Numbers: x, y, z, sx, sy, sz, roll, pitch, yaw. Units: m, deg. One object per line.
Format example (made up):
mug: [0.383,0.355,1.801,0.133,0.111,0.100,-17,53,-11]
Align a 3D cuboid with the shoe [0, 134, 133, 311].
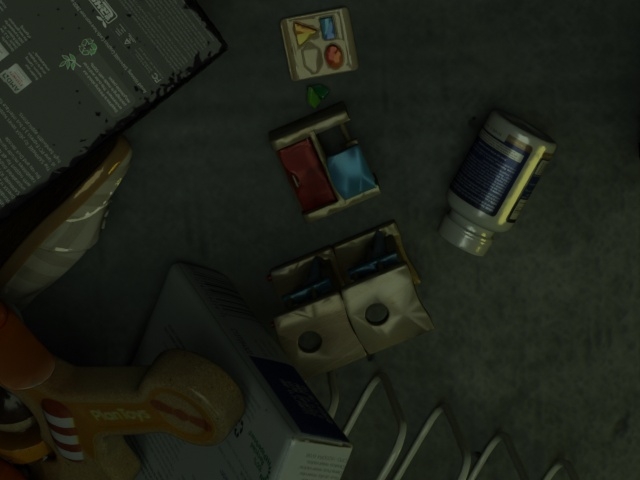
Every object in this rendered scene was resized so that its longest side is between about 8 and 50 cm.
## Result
shoe: [-0.234,-0.011,1.574,0.058,0.076,0.219,35,111,-32]

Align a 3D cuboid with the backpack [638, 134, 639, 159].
backpack: [0.400,-0.141,1.503,0.225,0.191,0.254,11,101,-5]

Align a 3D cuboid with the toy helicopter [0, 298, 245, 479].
toy helicopter: [-0.207,0.120,1.475,0.355,0.140,0.235,-7,125,42]

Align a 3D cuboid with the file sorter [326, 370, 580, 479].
file sorter: [0.081,0.239,1.599,0.277,0.193,0.173,26,102,-10]

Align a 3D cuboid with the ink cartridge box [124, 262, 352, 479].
ink cartridge box: [-0.112,0.232,1.520,0.071,0.324,0.330,13,108,-28]

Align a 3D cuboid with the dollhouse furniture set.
dollhouse furniture set: [0.000,0.000,1.551,0.129,0.129,0.184,-23,108,5]

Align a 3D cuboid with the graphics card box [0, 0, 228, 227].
graphics card box: [-0.287,-0.136,1.437,0.371,0.094,0.233,-39,104,2]

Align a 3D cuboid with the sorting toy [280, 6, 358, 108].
sorting toy: [0.002,-0.159,1.563,0.062,0.012,0.083,-11,107,1]

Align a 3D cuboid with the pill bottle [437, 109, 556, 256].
pill bottle: [0.153,-0.049,1.575,0.067,0.067,0.120,26,104,-10]
